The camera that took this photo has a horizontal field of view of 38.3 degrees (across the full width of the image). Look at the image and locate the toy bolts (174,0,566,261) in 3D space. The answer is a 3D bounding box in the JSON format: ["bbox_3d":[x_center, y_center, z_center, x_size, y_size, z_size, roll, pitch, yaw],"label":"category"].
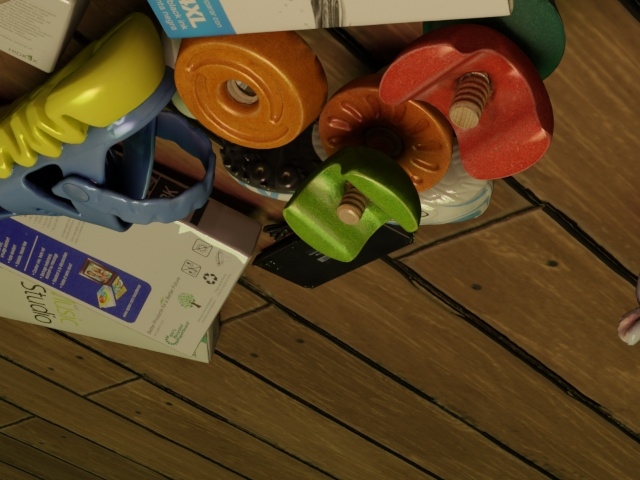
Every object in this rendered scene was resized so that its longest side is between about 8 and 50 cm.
[{"bbox_3d":[0.046,-0.124,0.607,0.218,0.158,0.229,42,142,-23],"label":"toy bolts"}]

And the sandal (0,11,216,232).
[{"bbox_3d":[-0.195,-0.053,0.721,0.317,0.126,0.138,-13,128,47],"label":"sandal"}]

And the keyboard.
[{"bbox_3d":[0.000,0.000,0.936,0.108,0.023,0.180,26,146,-29],"label":"keyboard"}]

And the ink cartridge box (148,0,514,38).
[{"bbox_3d":[0.010,-0.194,0.508,0.203,0.148,0.086,2,145,20],"label":"ink cartridge box"}]

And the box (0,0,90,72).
[{"bbox_3d":[-0.208,-0.195,0.640,0.102,0.101,0.087,25,147,-15],"label":"box"}]

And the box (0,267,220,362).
[{"bbox_3d":[-0.279,0.041,1.079,0.322,0.058,0.232,11,148,3],"label":"box"}]

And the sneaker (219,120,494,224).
[{"bbox_3d":[0.028,-0.053,0.785,0.237,0.085,0.086,9,155,15],"label":"sneaker"}]

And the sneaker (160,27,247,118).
[{"bbox_3d":[-0.083,-0.141,0.681,0.080,0.094,0.212,20,148,-11],"label":"sneaker"}]

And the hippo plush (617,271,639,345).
[{"bbox_3d":[0.379,0.028,0.705,0.237,0.234,0.294,30,144,38],"label":"hippo plush"}]

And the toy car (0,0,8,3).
[{"bbox_3d":[-0.258,-0.253,0.523,0.238,0.219,0.210,31,148,40],"label":"toy car"}]

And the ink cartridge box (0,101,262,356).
[{"bbox_3d":[-0.240,-0.020,0.907,0.333,0.065,0.165,27,128,-10],"label":"ink cartridge box"}]
